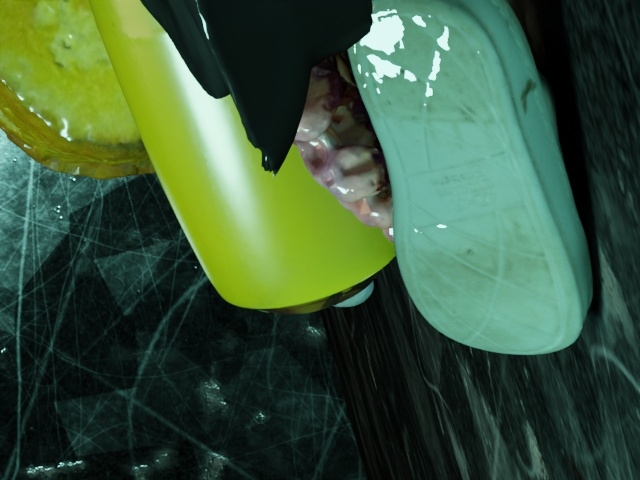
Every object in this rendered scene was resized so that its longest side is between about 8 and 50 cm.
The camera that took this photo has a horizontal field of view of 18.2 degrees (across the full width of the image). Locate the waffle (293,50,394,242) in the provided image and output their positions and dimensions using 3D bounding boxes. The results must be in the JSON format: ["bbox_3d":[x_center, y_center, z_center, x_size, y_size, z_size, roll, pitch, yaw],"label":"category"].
[{"bbox_3d":[-0.003,-0.097,1.109,0.234,0.055,0.221,58,-167,7],"label":"waffle"}]

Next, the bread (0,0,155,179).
[{"bbox_3d":[-0.214,-0.256,2.023,0.215,0.398,0.398,-153,47,-76],"label":"bread"}]

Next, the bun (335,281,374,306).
[{"bbox_3d":[0.000,0.000,1.953,0.141,0.083,0.141,-15,-90,-90],"label":"bun"}]

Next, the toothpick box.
[{"bbox_3d":[-0.040,-0.090,1.361,0.175,0.175,0.271,-113,5,-69],"label":"toothpick box"}]

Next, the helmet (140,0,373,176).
[{"bbox_3d":[-0.017,-0.172,0.529,0.279,0.160,0.230,62,175,3],"label":"helmet"}]

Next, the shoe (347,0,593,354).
[{"bbox_3d":[0.064,-0.039,0.758,0.078,0.079,0.195,-65,-33,-34],"label":"shoe"}]
